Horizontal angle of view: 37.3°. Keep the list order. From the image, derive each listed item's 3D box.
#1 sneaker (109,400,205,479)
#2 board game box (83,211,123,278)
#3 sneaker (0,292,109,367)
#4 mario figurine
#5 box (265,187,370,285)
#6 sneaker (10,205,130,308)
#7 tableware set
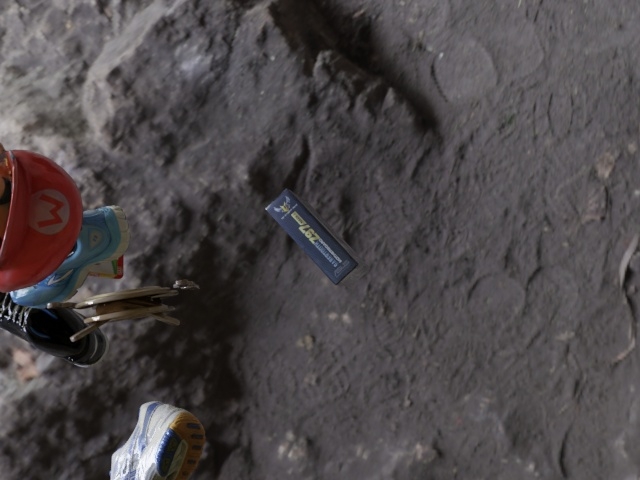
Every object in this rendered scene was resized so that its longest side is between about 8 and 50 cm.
[{"bbox_3d":[-0.298,0.410,1.567,0.131,0.296,0.112,18,167,44],"label":"sneaker"},{"bbox_3d":[-0.499,0.001,1.843,0.259,0.124,0.039,10,158,-37],"label":"board game box"},{"bbox_3d":[-0.378,0.088,1.223,0.217,0.079,0.121,26,168,6],"label":"sneaker"},{"bbox_3d":[-0.340,-0.036,0.700,0.320,0.170,0.198,7,128,-7],"label":"mario figurine"},{"bbox_3d":[0.000,0.000,1.714,0.059,0.232,0.183,-43,82,3],"label":"box"},{"bbox_3d":[-0.258,0.013,0.913,0.162,0.073,0.063,-37,66,31],"label":"sneaker"},{"bbox_3d":[-0.181,0.070,0.908,0.128,0.194,0.039,-10,87,-5],"label":"tableware set"}]
